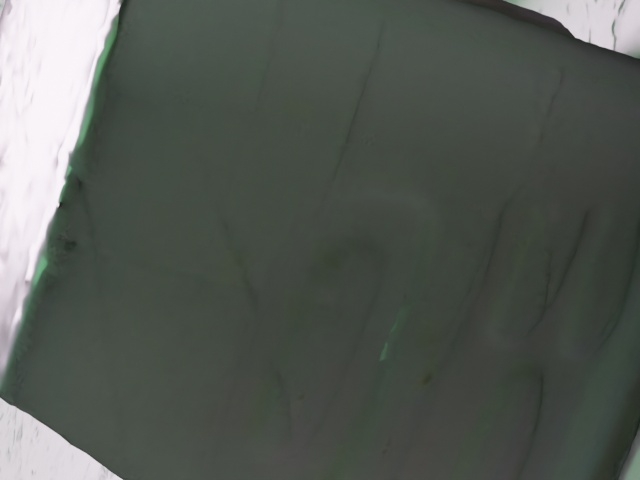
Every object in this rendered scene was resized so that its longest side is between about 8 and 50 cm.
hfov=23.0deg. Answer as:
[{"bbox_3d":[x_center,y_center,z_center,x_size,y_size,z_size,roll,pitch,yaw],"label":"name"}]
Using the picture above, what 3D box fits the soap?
[{"bbox_3d":[0.000,0.000,0.961,0.213,0.435,0.350,42,113,56],"label":"soap"}]
